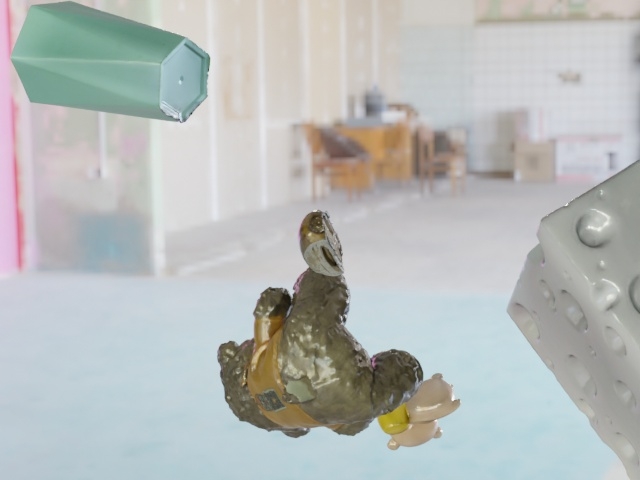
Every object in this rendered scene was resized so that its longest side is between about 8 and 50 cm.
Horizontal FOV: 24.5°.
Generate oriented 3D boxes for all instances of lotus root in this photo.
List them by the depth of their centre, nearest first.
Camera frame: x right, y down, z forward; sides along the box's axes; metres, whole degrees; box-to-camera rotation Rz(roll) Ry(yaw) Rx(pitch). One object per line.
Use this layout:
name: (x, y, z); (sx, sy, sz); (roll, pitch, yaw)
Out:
lotus root: (-0.002, 0.001, 1.220); (0.030, 0.037, 0.083); (-12, -25, 6)

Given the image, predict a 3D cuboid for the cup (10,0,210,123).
cup: (-0.267, -0.223, 1.899); (0.236, 0.148, 0.134); (17, -5, 33)

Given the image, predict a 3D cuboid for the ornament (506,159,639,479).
ornament: (0.358, 0.061, 1.446); (0.239, 0.239, 0.240); (-31, -19, -14)

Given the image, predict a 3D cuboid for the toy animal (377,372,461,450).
toy animal: (0.130, 0.227, 1.949); (0.114, 0.082, 0.091); (-26, 30, 3)

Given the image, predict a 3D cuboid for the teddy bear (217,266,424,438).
teddy bear: (-0.020, 0.133, 1.463); (0.190, 0.177, 0.140); (-30, 13, 50)
